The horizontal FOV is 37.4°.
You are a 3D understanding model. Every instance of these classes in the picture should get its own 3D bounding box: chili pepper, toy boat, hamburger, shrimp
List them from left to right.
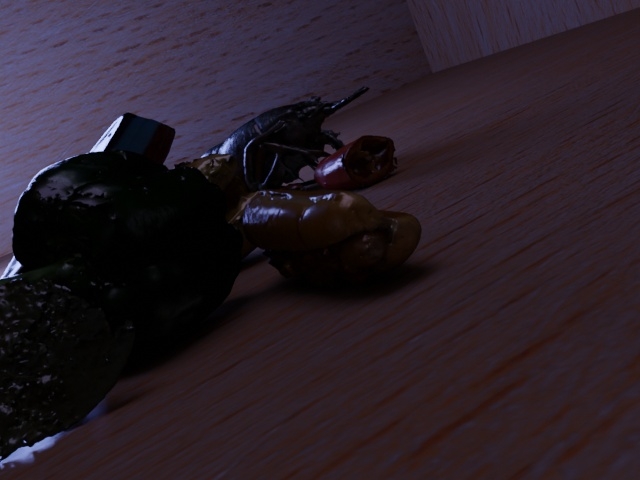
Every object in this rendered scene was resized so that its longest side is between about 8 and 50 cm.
[{"bbox_3d":[-0.246,-0.014,0.990,0.136,0.079,0.392,-30,25,28],"label":"toy boat"},{"bbox_3d":[-0.185,0.029,0.782,0.165,0.174,0.261,14,27,29],"label":"chili pepper"},{"bbox_3d":[-0.167,-0.003,1.078,0.262,0.124,0.131,-20,33,41],"label":"hamburger"},{"bbox_3d":[-0.048,-0.144,1.494,0.372,0.137,0.172,-16,7,33],"label":"shrimp"},{"bbox_3d":[0.032,-0.102,1.327,0.088,0.065,0.169,-25,7,-25],"label":"chili pepper"}]

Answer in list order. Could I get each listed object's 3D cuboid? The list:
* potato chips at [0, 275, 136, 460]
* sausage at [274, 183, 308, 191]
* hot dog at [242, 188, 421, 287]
[{"bbox_3d":[-0.233,0.091,0.670,0.209,0.142,0.026,-2,-21,5],"label":"potato chips"},{"bbox_3d":[-0.099,-0.055,1.444,0.198,0.025,0.028,-14,-20,33],"label":"sausage"},{"bbox_3d":[0.000,0.000,0.788,0.102,0.076,0.249,15,-3,-23],"label":"hot dog"}]
